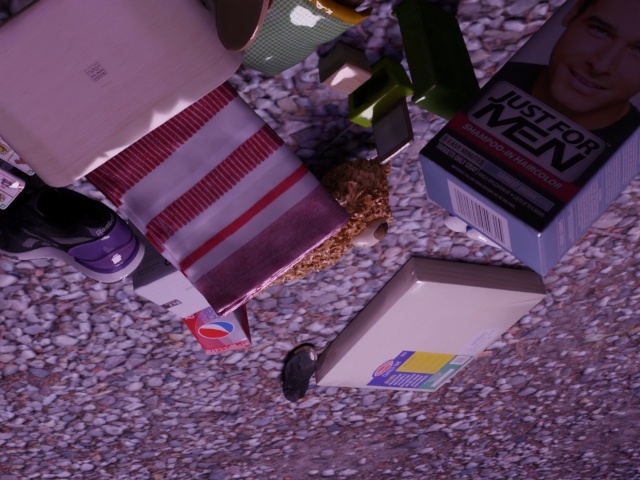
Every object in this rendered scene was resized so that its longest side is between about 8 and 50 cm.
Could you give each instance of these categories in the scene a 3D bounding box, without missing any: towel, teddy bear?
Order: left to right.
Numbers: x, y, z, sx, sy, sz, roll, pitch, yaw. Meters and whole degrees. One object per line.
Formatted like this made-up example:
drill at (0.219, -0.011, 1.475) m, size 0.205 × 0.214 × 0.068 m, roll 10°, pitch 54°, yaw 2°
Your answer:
towel at (-0.153, -0.079, 1.623) m, size 0.237 × 0.037 × 0.329 m, roll -38°, pitch 102°, yaw 25°
teddy bear at (0.000, 0.000, 1.893) m, size 0.338 × 0.113 × 0.245 m, roll -33°, pitch 164°, yaw 33°

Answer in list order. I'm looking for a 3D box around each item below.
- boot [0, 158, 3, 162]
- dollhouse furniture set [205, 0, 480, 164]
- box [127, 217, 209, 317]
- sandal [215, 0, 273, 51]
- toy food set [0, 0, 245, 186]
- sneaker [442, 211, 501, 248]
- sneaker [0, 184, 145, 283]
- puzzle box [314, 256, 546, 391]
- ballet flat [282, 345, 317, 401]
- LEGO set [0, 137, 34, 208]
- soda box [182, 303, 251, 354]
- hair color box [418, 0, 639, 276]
boot at (-0.480, -0.137, 1.611) m, size 0.137 × 0.077 × 0.198 m, roll 24°, pitch 134°, yaw -37°
dollhouse furniture set at (0.019, -0.213, 1.549) m, size 0.301 × 0.151 × 0.197 m, roll 19°, pitch 139°, yaw -39°
box at (-0.168, -0.016, 1.794) m, size 0.181 × 0.182 × 0.119 m, roll -25°, pitch 146°, yaw 23°
sandal at (-0.052, -0.318, 1.393) m, size 0.079 × 0.088 × 0.240 m, roll -17°, pitch 135°, yaw -34°
toy food set at (-0.266, -0.217, 1.457) m, size 0.306 × 0.092 × 0.220 m, roll -33°, pitch 132°, yaw 6°
sneaker at (0.274, -0.078, 1.872) m, size 0.236 × 0.130 × 0.323 m, roll -27°, pitch 151°, yaw 19°
sneaker at (-0.371, -0.038, 1.716) m, size 0.283 × 0.107 × 0.124 m, roll 12°, pitch 148°, yaw 29°
puzzle box at (0.190, 0.165, 2.332) m, size 0.272 × 0.052 × 0.409 m, roll 7°, pitch 146°, yaw -27°
ballet flat at (-0.041, 0.248, 2.424) m, size 0.057 × 0.049 × 0.173 m, roll 21°, pitch 141°, yaw 2°
LEGO set at (-0.441, -0.166, 1.550) m, size 0.244 × 0.060 × 0.182 m, roll 32°, pitch 116°, yaw -28°
soda box at (-0.185, 0.088, 2.050) m, size 0.083 × 0.092 × 0.263 m, roll -14°, pitch 149°, yaw 4°
hair color box at (0.312, -0.158, 1.517) m, size 0.374 × 0.185 × 0.114 m, roll -45°, pitch 151°, yaw -14°
